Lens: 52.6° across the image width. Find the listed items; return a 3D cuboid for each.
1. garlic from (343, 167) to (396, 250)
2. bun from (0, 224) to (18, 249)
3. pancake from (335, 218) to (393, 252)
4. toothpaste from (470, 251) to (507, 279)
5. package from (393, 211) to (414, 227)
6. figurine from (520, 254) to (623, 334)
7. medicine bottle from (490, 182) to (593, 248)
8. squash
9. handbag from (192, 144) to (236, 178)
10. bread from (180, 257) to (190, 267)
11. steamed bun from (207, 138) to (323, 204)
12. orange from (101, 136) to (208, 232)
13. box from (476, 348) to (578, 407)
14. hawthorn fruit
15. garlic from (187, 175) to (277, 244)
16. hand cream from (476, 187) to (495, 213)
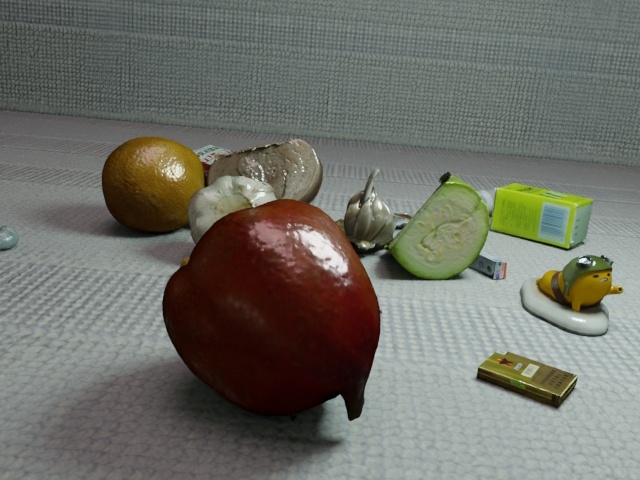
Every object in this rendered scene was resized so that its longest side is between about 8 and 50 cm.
[{"bbox_3d":[0.117,-0.081,1.573,0.127,0.194,0.131,-5,15,-43],"label":"garlic"},{"bbox_3d":[-0.704,-0.008,1.421,0.083,0.045,0.083,0,19,0],"label":"bun"},{"bbox_3d":[0.043,-0.018,1.701,0.286,0.033,0.288,11,18,25],"label":"pancake"},{"bbox_3d":[0.372,0.040,1.574,0.040,0.047,0.196,-8,20,-26],"label":"toothpaste"},{"bbox_3d":[0.217,-0.062,1.897,0.173,0.027,0.171,3,16,-17],"label":"package"},{"bbox_3d":[0.505,0.079,1.326,0.167,0.141,0.250,-1,18,-16],"label":"figurine"},{"bbox_3d":[0.633,-0.074,1.868,0.250,0.141,0.137,19,25,38],"label":"medicine bottle"},{"bbox_3d":[0.251,-0.061,1.562,0.210,0.233,0.309,33,11,-25],"label":"squash"},{"bbox_3d":[-0.264,-0.170,1.938,0.298,0.151,0.171,20,27,19],"label":"handbag"},{"bbox_3d":[-0.239,0.072,1.294,0.052,0.044,0.157,-1,18,-29],"label":"bread"},{"bbox_3d":[-0.129,-0.130,1.703,0.301,0.199,0.251,-16,-12,-2],"label":"steamed bun"},{"bbox_3d":[-0.411,-0.139,1.626,0.264,0.264,0.264,5,17,-1],"label":"orange"},{"bbox_3d":[0.327,0.215,1.026,0.133,0.023,0.090,16,19,32],"label":"box"},{"bbox_3d":[-0.061,0.089,0.890,0.295,0.294,0.311,-11,20,-42],"label":"hawthorn fruit"},{"bbox_3d":[-0.194,-0.036,1.487,0.219,0.218,0.212,2,-17,-9],"label":"garlic"},{"bbox_3d":[0.455,-0.102,2.040,0.248,0.083,0.133,-14,22,-21],"label":"hand cream"}]
